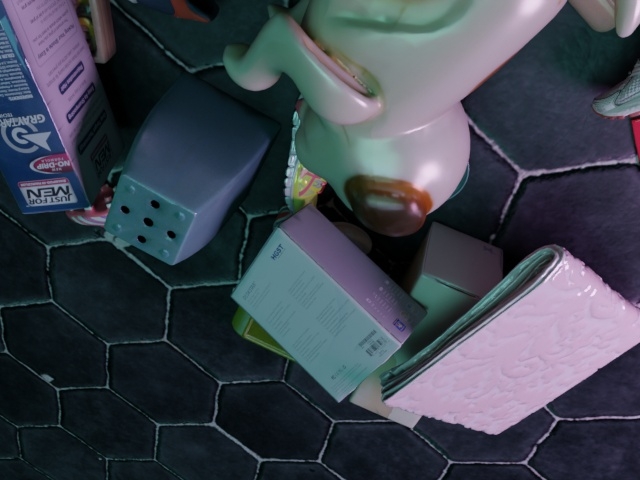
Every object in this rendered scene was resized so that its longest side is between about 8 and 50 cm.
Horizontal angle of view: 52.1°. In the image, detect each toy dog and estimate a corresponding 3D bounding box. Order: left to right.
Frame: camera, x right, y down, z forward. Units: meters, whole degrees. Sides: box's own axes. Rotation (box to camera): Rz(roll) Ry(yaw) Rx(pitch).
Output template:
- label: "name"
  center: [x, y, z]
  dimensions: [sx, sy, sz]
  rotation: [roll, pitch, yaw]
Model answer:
- label: "toy dog"
  center: [0.099, -0.212, 0.728]
  dimensions: [0.396, 0.284, 0.407]
  rotation: [12, 130, -2]

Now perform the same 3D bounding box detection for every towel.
- label: "towel"
  center: [0.287, 0.161, 0.945]
  dimensions: [0.317, 0.053, 0.332]
  rotation: [-42, 136, 21]

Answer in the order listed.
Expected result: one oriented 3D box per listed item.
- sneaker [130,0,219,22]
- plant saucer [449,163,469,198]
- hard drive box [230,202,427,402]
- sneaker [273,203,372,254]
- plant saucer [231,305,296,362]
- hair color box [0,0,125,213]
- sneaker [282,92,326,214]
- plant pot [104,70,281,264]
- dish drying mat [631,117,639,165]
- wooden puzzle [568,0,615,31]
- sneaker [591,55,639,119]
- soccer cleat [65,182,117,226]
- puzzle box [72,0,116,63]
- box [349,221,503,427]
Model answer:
- label: "sneaker"
  center: [-0.119, -0.407, 0.741]
  dimensions: [0.148, 0.131, 0.350]
  rotation: [25, 135, -10]
- label: "plant saucer"
  center: [0.152, -0.107, 0.935]
  dimensions: [0.120, 0.021, 0.119]
  rotation: [8, 128, 11]
- label: "hard drive box"
  center: [0.006, 0.093, 0.950]
  dimensions: [0.232, 0.089, 0.181]
  rotation: [44, 132, 6]
- label: "sneaker"
  center: [0.000, 0.000, 1.027]
  dimensions: [0.161, 0.075, 0.057]
  rotation: [22, 129, 1]
- label: "plant saucer"
  center: [-0.058, 0.146, 1.173]
  dimensions: [0.189, 0.045, 0.188]
  rotation: [26, 129, -2]
- label: "hair color box"
  center: [-0.374, -0.224, 0.837]
  dimensions: [0.105, 0.173, 0.347]
  rotation: [-5, 126, 8]
- label: "sneaker"
  center: [0.002, -0.115, 0.939]
  dimensions: [0.094, 0.081, 0.208]
  rotation: [13, 128, 5]
- label: "plant pot"
  center: [-0.189, -0.088, 0.919]
  dimensions: [0.166, 0.234, 0.165]
  rotation: [28, 129, -5]
- label: "dish drying mat"
  center: [0.426, -0.123, 0.847]
  dimensions: [0.032, 0.008, 0.083]
  rotation: [-12, 121, 25]
- label: "wooden puzzle"
  center: [0.326, -0.370, 0.678]
  dimensions: [0.221, 0.044, 0.239]
  rotation: [42, 131, -15]
- label: "sneaker"
  center: [0.399, -0.228, 0.740]
  dimensions: [0.093, 0.088, 0.225]
  rotation: [43, 122, -1]
- label: "soccer cleat"
  center: [-0.310, -0.044, 1.092]
  dimensions: [0.248, 0.083, 0.095]
  rotation: [-5, 128, 18]
- label: "puzzle box"
  center: [-0.426, -0.434, 0.826]
  dimensions: [0.272, 0.052, 0.408]
  rotation: [5, 127, 3]
- label: "box"
  center: [0.163, 0.140, 1.038]
  dimensions: [0.121, 0.148, 0.311]
  rotation: [23, 127, 1]
